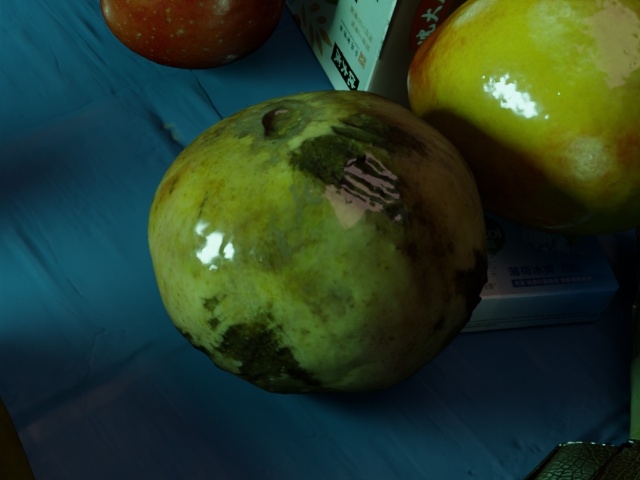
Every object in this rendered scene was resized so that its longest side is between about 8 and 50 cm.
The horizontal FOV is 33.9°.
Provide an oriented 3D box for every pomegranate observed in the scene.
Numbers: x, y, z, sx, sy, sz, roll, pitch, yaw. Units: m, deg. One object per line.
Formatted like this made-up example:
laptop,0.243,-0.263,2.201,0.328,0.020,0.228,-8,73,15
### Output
pomegranate,0.000,0.000,1.005,0.322,0.322,0.322,6,52,-8

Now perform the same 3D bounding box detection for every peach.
peach,0.242,-0.139,1.083,0.308,0.289,0.289,-8,50,16

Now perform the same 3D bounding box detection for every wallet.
wallet,0.223,0.227,0.925,0.243,0.133,0.039,-19,98,-55

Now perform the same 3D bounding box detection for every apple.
apple,-0.157,-0.335,1.249,0.216,0.260,0.260,-9,54,-3

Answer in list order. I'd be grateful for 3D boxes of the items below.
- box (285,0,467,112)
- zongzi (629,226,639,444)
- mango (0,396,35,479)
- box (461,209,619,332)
box,0.054,-0.403,1.289,0.122,0.344,0.385,-12,56,-23
zongzi,0.439,0.023,0.990,0.181,0.447,0.418,25,56,0
mango,-0.367,0.206,0.803,0.300,0.232,0.445,-29,71,-35
box,0.211,0.023,1.166,0.194,0.073,0.139,-3,53,-15
